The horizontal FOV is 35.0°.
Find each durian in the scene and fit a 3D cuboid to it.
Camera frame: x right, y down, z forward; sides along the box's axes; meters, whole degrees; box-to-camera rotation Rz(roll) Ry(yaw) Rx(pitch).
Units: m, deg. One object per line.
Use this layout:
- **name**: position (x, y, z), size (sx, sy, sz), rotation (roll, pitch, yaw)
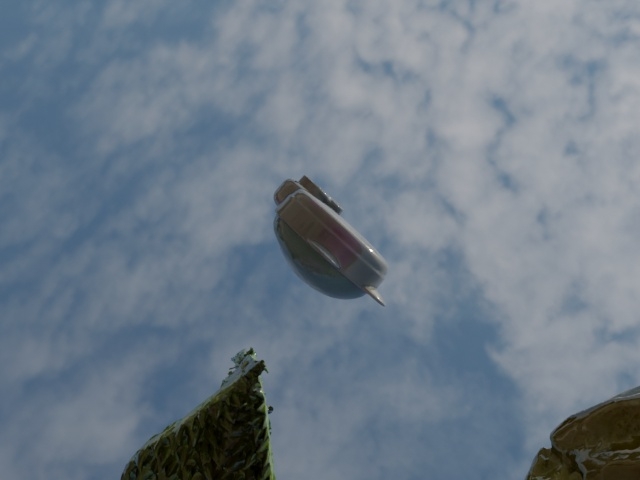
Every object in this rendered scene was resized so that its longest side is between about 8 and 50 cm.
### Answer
- **durian**: position (-0.049, 0.114, 0.559), size (0.086, 0.215, 0.100), rotation (29, -105, 2)

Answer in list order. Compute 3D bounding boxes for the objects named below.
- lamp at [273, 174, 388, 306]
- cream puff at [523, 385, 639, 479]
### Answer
- **lamp**: position (-0.002, 0.001, 1.426), size (0.108, 0.179, 0.246), rotation (-42, -143, 4)
- **cream puff**: position (0.336, 0.260, 0.821), size (0.257, 0.291, 0.324), rotation (-52, -145, 26)
